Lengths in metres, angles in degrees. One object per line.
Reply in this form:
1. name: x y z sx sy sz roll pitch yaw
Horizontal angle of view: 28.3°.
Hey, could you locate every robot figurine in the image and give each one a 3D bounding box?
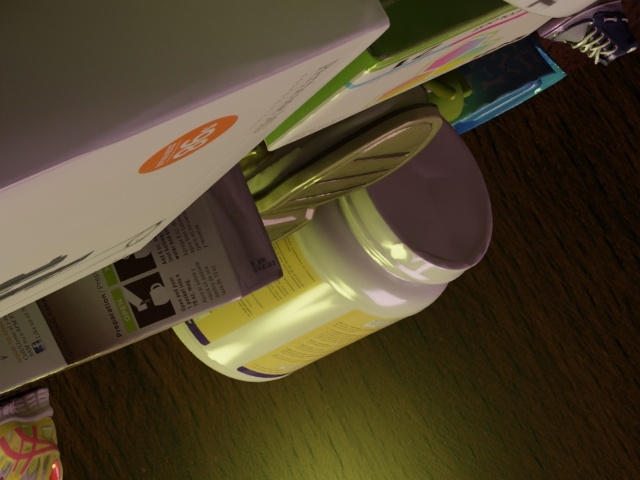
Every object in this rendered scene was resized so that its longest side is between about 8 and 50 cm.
1. robot figurine: 0.117 -0.158 1.455 0.115 0.067 0.101 -26 168 -30

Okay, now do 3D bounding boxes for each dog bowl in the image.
1. dog bowl: 0.218 -0.203 1.624 0.166 0.074 0.297 -29 179 18

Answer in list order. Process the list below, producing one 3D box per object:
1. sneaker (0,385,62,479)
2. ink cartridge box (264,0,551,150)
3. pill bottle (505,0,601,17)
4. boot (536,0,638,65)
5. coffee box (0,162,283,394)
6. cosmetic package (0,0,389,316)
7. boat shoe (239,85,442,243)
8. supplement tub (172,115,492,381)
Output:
1. sneaker: -0.239 0.168 0.930 0.081 0.094 0.208 -20 178 14
2. ink cartridge box: 0.024 -0.120 0.689 0.188 0.097 0.255 -27 177 -29
3. pill bottle: 0.128 -0.170 0.319 0.245 0.130 0.130 -29 178 34
4. boot: 0.349 -0.265 1.631 0.069 0.086 0.190 -30 178 43
5. coffee box: -0.195 0.035 0.938 0.297 0.119 0.168 -22 180 8
6. cosmetic package: -0.174 -0.020 0.602 0.284 0.097 0.377 -30 179 -27
7. boat shoe: -0.021 -0.078 1.077 0.113 0.103 0.302 -10 167 -40
8. supplement tub: 0.000 0.000 1.414 0.331 0.241 0.241 -29 178 39
